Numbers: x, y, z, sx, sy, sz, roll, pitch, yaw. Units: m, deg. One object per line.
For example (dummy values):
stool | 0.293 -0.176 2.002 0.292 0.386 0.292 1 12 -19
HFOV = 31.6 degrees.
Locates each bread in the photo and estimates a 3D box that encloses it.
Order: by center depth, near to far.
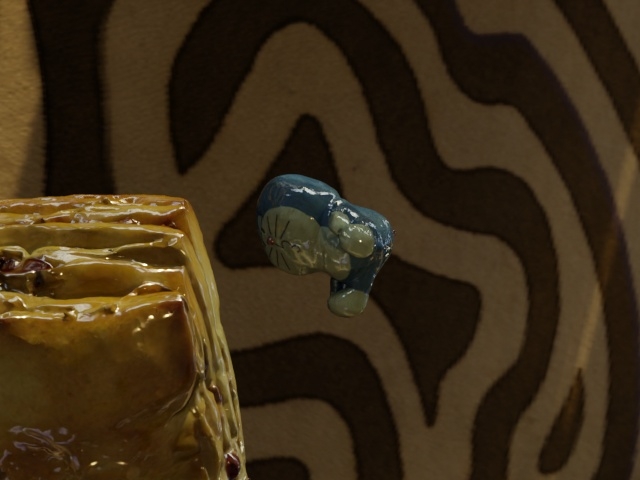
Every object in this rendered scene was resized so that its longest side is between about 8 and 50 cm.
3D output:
bread | -0.235 0.148 1.071 0.314 0.191 0.370 -4 100 0

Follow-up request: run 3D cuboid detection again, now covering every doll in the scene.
doll | 0.000 0.000 0.637 0.050 0.083 0.076 -44 151 -40
